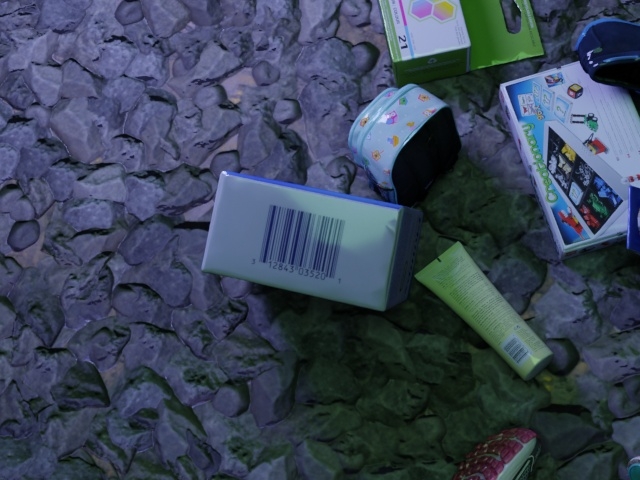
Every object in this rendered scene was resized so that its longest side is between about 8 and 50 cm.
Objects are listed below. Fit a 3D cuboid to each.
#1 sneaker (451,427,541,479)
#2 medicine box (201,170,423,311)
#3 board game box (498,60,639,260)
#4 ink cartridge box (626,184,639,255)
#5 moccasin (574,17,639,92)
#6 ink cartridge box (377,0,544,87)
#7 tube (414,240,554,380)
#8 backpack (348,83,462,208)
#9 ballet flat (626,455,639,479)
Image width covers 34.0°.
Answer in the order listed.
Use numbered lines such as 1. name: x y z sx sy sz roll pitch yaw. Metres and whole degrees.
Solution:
1. sneaker: 0.233 0.404 1.496 0.112 0.121 0.299 35 76 -13
2. medicine box: 0.000 0.000 1.547 0.263 0.289 0.149 12 93 11
3. board game box: 0.425 -0.138 1.675 0.193 0.053 0.305 -16 70 0
4. ink cartridge box: 0.626 0.007 1.517 0.395 0.151 0.270 8 72 0
5. moccasin: 0.566 -0.250 1.639 0.342 0.138 0.117 6 48 0
6. ink cartridge box: 0.231 -0.384 1.762 0.255 0.097 0.189 -12 70 4
7. tube: 0.257 0.109 1.615 0.070 0.062 0.240 -16 55 -45
8. backpack: 0.131 -0.158 1.648 0.166 0.188 0.144 -44 72 -8
9. ballet flat: 0.540 0.386 1.479 0.241 0.091 0.077 45 52 14
